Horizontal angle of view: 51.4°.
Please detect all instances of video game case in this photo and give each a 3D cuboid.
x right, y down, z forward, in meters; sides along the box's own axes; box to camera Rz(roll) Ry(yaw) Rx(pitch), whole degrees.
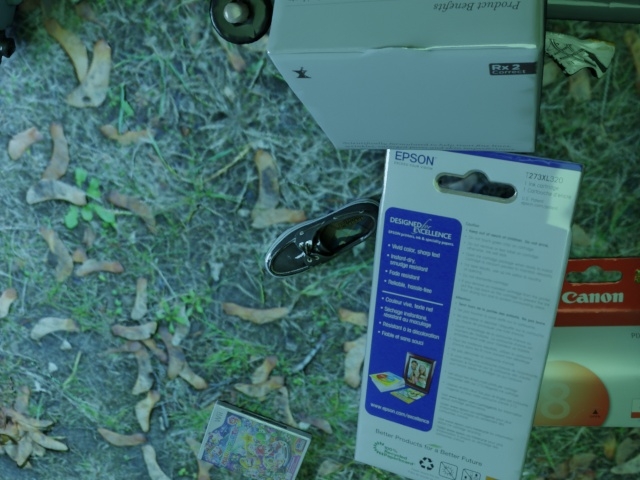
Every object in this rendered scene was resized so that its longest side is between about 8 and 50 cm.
[{"bbox_3d":[-0.081,0.250,0.806,0.122,0.011,0.087,20,112,1],"label":"video game case"}]

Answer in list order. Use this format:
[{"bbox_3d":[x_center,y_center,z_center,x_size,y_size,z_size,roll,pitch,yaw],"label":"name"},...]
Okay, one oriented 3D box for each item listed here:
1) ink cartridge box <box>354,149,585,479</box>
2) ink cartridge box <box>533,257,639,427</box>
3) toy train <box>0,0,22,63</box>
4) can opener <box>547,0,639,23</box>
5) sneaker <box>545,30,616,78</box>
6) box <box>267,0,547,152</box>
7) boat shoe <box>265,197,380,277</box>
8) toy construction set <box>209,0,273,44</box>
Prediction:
[{"bbox_3d":[0.138,0.084,0.663,0.176,0.069,0.370,12,115,21],"label":"ink cartridge box"},{"bbox_3d":[0.283,0.108,0.683,0.146,0.045,0.179,-2,112,9],"label":"ink cartridge box"},{"bbox_3d":[-0.337,-0.309,0.578,0.190,0.142,0.333,21,112,-10],"label":"toy train"},{"bbox_3d":[0.155,-0.222,0.560,0.281,0.093,0.074,5,111,1],"label":"can opener"},{"bbox_3d":[0.219,-0.166,0.597,0.083,0.032,0.036,12,111,4],"label":"sneaker"},{"bbox_3d":[0.079,-0.153,0.514,0.181,0.182,0.118,4,77,18],"label":"box"},{"bbox_3d":[0.000,0.000,0.686,0.142,0.040,0.049,-30,103,17],"label":"boat shoe"},{"bbox_3d":[-0.104,-0.300,0.485,0.258,0.237,0.308,14,111,3],"label":"toy construction set"}]
